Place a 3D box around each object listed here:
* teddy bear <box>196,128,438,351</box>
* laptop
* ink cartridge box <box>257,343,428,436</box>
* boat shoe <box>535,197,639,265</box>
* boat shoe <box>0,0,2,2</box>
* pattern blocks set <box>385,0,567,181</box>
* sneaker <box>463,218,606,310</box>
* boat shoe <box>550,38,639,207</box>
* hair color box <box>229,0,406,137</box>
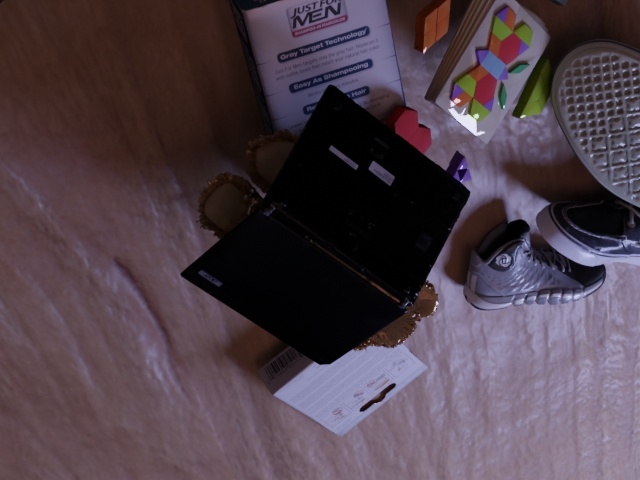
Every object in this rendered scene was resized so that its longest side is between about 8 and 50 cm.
[{"bbox_3d":[0.000,0.000,1.530,0.338,0.113,0.245,25,107,-21],"label":"teddy bear"},{"bbox_3d":[0.010,-0.010,1.461,0.234,0.136,0.264,35,75,-24],"label":"laptop"},{"bbox_3d":[0.038,0.196,1.840,0.189,0.066,0.232,-39,148,7],"label":"ink cartridge box"},{"bbox_3d":[0.456,-0.022,1.790,0.301,0.108,0.102,11,136,-30],"label":"boat shoe"},{"bbox_3d":[-0.353,-0.317,1.326,0.207,0.073,0.073,-42,164,13],"label":"boat shoe"},{"bbox_3d":[0.215,-0.226,1.549,0.285,0.026,0.325,8,106,-44],"label":"pattern blocks set"},{"bbox_3d":[0.327,0.026,1.803,0.228,0.086,0.132,-10,123,-13],"label":"sneaker"},{"bbox_3d":[0.511,-0.133,1.725,0.500,0.156,0.187,29,117,-25],"label":"boat shoe"},{"bbox_3d":[0.011,-0.181,1.526,0.174,0.105,0.347,-19,127,-6],"label":"hair color box"}]
